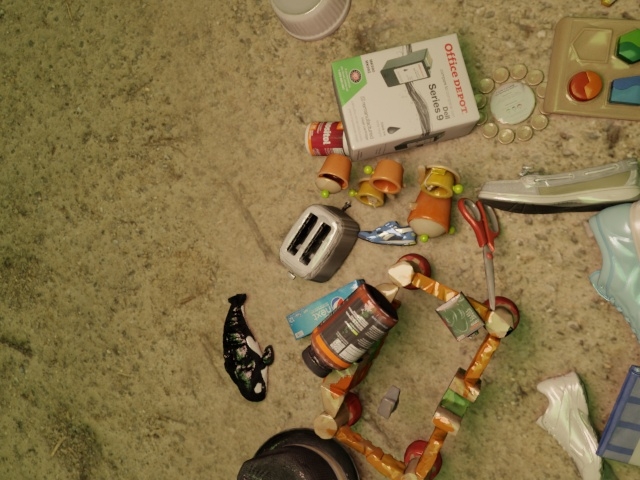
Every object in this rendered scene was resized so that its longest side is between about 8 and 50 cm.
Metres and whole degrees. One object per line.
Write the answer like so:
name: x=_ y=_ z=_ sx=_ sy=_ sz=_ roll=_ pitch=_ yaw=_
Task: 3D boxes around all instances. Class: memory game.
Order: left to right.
memory game: x=0.436 y=-0.311 z=1.187 sx=0.186 sy=0.012 sz=0.186 roll=-1 pitch=87 yaw=21

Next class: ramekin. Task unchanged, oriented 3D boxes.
ramekin: x=-0.034 y=-0.632 z=1.332 sx=0.207 sy=0.109 sz=0.207 roll=-1 pitch=87 yaw=21

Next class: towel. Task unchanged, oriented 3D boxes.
towel: x=0.693 y=0.352 z=0.984 sx=0.284 sy=0.034 sz=0.210 roll=11 pitch=107 yaw=3

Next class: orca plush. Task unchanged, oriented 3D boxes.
orca plush: x=-0.208 y=0.283 z=1.359 sx=0.151 sy=0.102 sz=0.288 roll=-2 pitch=87 yaw=21

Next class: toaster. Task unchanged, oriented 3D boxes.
toaster: x=0.000 y=0.000 z=1.269 sx=0.129 sy=0.146 sz=0.227 roll=38 pitch=101 yaw=18

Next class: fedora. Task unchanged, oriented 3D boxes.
fedora: x=-0.078 y=0.582 z=1.212 sx=0.333 sy=0.152 sz=0.334 roll=-15 pitch=54 yaw=22

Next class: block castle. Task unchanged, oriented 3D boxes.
block castle: x=0.204 y=0.280 z=1.146 sx=0.302 sy=0.213 sz=0.454 roll=27 pitch=98 yaw=18

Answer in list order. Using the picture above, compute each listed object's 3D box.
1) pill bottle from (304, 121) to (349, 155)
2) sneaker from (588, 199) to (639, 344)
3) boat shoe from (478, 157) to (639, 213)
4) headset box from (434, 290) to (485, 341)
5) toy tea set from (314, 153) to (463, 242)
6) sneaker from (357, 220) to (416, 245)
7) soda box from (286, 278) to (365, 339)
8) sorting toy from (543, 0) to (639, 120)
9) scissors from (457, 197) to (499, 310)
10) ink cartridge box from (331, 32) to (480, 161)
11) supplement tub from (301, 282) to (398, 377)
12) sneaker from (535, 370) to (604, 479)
pill bottle: x=0.044 y=-0.253 z=1.296 sx=0.151 sy=0.086 sz=0.086 roll=4 pitch=89 yaw=21
sneaker: x=0.636 y=0.103 z=1.051 sx=0.150 sy=0.135 sz=0.366 roll=-10 pitch=90 yaw=53
boat shoe: x=0.501 y=-0.116 z=1.103 sx=0.320 sy=0.118 sz=0.103 roll=-1 pitch=81 yaw=17
headset box: x=0.270 y=0.149 z=0.997 sx=0.062 sy=0.032 sz=0.083 roll=-37 pitch=76 yaw=15
toy tea set: x=0.148 y=-0.089 z=1.165 sx=0.335 sy=0.200 sz=0.124 roll=11 pitch=71 yaw=22
sneaker: x=0.162 y=-0.018 z=1.260 sx=0.144 sy=0.053 sz=0.059 roll=3 pitch=88 yaw=13
soda box: x=0.024 y=0.171 z=1.291 sx=0.210 sy=0.071 sz=0.067 roll=-29 pitch=79 yaw=17
sorting toy: x=0.616 y=-0.414 z=1.101 sx=0.228 sy=0.041 sz=0.308 roll=9 pitch=90 yaw=17
scissors: x=0.360 y=0.023 z=1.098 sx=0.021 sy=0.108 sz=0.297 roll=-46 pitch=38 yaw=41
ink cartridge box: x=0.187 y=-0.321 z=1.181 sx=0.288 sy=0.121 sz=0.211 roll=-14 pitch=84 yaw=1
supplement tub: x=0.053 y=0.184 z=1.034 sx=0.198 sy=0.106 sz=0.106 roll=-44 pitch=74 yaw=13
sneaker: x=0.518 y=0.398 z=1.092 sx=0.115 sy=0.090 sz=0.232 roll=-18 pitch=73 yaw=26
